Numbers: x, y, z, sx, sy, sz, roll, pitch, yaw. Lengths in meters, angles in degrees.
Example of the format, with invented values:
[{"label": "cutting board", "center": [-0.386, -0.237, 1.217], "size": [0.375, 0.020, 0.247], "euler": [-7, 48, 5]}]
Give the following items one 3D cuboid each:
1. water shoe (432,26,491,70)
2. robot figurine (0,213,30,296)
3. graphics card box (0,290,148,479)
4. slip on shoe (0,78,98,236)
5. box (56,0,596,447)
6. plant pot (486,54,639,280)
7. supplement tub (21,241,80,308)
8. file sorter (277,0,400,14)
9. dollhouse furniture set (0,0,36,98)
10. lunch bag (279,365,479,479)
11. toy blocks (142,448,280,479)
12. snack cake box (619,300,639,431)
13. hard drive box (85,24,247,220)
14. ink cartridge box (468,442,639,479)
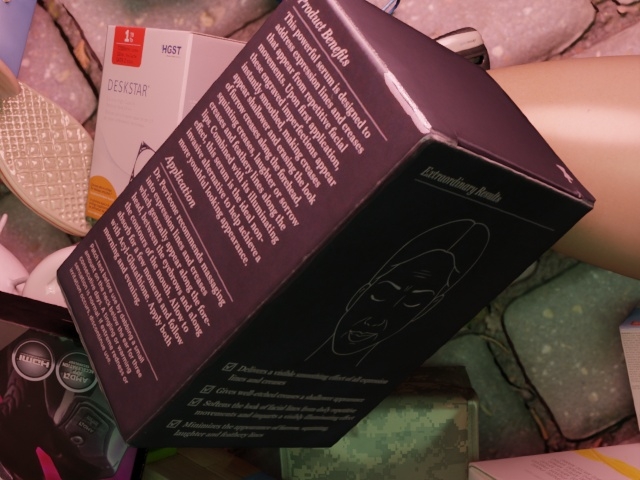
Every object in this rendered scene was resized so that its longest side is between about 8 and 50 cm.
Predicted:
[{"label": "water shoe", "center": [0.106, -0.184, 1.190], "size": [0.203, 0.073, 0.080], "euler": [-22, 100, 6]}, {"label": "robot figurine", "center": [-0.479, 0.125, 1.197], "size": [0.353, 0.200, 0.300], "euler": [-44, 61, 8]}, {"label": "graphics card box", "center": [-0.309, 0.252, 1.066], "size": [0.233, 0.094, 0.370], "euler": [16, 101, 1]}, {"label": "slip on shoe", "center": [-0.384, -0.129, 1.219], "size": [0.331, 0.101, 0.123], "euler": [41, 63, -13]}, {"label": "box", "center": [0.000, 0.000, 0.945], "size": [0.395, 0.293, 0.212], "euler": [-45, 56, 22]}, {"label": "plant pot", "center": [0.266, -0.096, 1.117], "size": [0.274, 0.256, 0.256], "euler": [10, 97, 10]}, {"label": "supplement tub", "center": [-0.254, 0.067, 1.177], "size": [0.144, 0.199, 0.144], "euler": [0, 97, 3]}, {"label": "file sorter", "center": [0.002, -0.301, 1.160], "size": [0.104, 0.118, 0.170], "euler": [-43, 93, 4]}, {"label": "dollhouse furniture set", "center": [-0.280, -0.318, 1.043], "size": [0.303, 0.286, 0.198], "euler": [-9, 60, 22]}, {"label": "lunch bag", "center": [0.072, 0.304, 1.200], "size": [0.235, 0.169, 0.287], "euler": [-2, 98, 2]}, {"label": "toy blocks", "center": [-0.114, 0.402, 1.142], "size": [0.261, 0.191, 0.381], "euler": [15, 108, 43]}, {"label": "snack cake box", "center": [0.490, 0.146, 1.129], "size": [0.264, 0.089, 0.152], "euler": [-5, 107, 35]}, {"label": "hard drive box", "center": [-0.180, -0.124, 1.158], "size": [0.089, 0.181, 0.232], "euler": [2, 99, -42]}, {"label": "ink cartridge box", "center": [0.355, 0.384, 1.126], "size": [0.385, 0.160, 0.279], "euler": [-1, 98, -23]}]
